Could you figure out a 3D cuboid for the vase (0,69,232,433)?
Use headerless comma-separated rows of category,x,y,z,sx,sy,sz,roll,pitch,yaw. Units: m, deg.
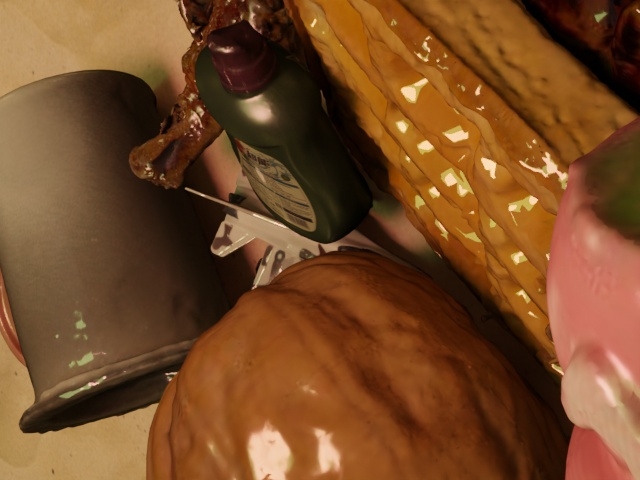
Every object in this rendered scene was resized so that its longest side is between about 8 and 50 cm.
vase,-0.203,0.008,1.105,0.245,0.245,0.291,-35,70,46

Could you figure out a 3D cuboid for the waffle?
waffle,0.082,-0.067,0.744,0.304,0.077,0.348,51,174,23

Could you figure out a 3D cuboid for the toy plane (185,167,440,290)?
toy plane,0.001,0.000,0.988,0.234,0.082,0.160,22,92,19

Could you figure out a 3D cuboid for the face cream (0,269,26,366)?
face cream,-0.271,0.058,1.264,0.149,0.104,0.149,18,116,41

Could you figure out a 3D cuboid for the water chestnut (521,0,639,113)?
water chestnut,0.205,-0.170,0.567,0.300,0.300,0.300,18,116,42

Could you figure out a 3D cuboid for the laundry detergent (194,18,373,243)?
laundry detergent,-0.040,-0.091,0.866,0.144,0.078,0.222,43,173,33

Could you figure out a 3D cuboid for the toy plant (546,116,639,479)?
toy plant,0.207,0.108,0.547,0.317,0.210,0.356,22,142,50

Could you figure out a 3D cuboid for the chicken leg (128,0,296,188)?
chicken leg,-0.082,-0.131,0.998,0.125,0.080,0.196,17,93,24

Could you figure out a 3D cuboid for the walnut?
walnut,0.041,0.187,0.856,0.344,0.306,0.306,58,136,15
